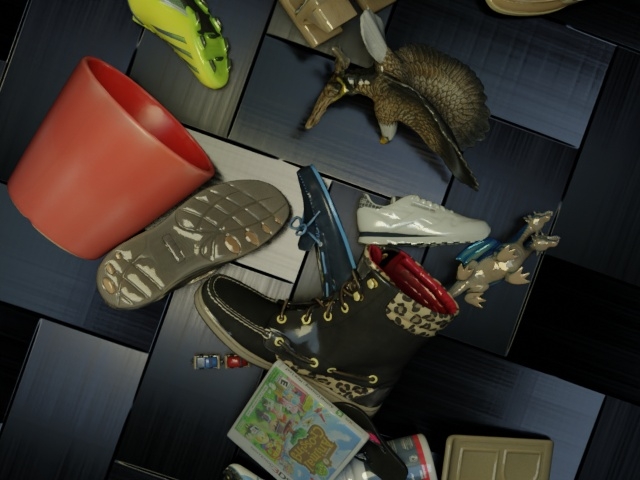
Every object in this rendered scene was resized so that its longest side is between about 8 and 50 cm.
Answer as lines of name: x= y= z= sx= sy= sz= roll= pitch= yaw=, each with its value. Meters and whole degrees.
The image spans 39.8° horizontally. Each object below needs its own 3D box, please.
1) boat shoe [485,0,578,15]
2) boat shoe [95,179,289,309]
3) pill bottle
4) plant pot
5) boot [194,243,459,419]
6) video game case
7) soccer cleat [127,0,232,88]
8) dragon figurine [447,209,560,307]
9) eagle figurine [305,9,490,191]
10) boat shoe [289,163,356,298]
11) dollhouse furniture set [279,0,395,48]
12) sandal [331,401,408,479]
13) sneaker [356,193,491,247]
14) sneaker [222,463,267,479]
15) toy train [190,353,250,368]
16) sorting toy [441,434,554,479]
boat shoe: x=0.450 y=-0.474 z=1.523 sx=0.341 sy=0.110 sz=0.121 roll=-14 pitch=92 yaw=-2
boat shoe: x=-0.220 y=0.004 z=1.498 sx=0.355 sy=0.130 sz=0.132 roll=-26 pitch=88 yaw=-22
pill bottle: x=0.105 y=0.407 z=1.536 sx=0.180 sy=0.108 sz=0.107 roll=-13 pitch=92 yaw=-2
plant pot: x=-0.353 y=-0.119 z=1.435 sx=0.275 sy=0.275 sz=0.243 roll=45 pitch=99 yaw=-3
boot: x=0.011 y=0.111 z=1.448 sx=0.377 sy=0.138 sz=0.284 roll=36 pitch=122 yaw=-7
video game case: x=-0.043 y=0.325 z=1.474 sx=0.193 sy=0.023 sz=0.212 roll=39 pitch=127 yaw=9
soccer cleat: x=-0.256 y=-0.380 z=1.517 sx=0.121 sy=0.093 sz=0.289 roll=-27 pitch=98 yaw=29
dragon figurine: x=0.289 y=0.048 z=1.543 sx=0.289 sy=0.144 sz=0.085 roll=-31 pitch=95 yaw=18
eagle figurine: x=0.152 y=-0.229 z=1.481 sx=0.298 sy=0.225 sz=0.226 roll=18 pitch=84 yaw=6
boat shoe: x=0.000 y=0.000 z=1.520 sx=0.089 sy=0.109 sz=0.258 roll=-20 pitch=91 yaw=1
dollhouse furniture set: x=0.122 y=-0.558 z=1.395 sx=0.394 sy=0.362 sz=0.256 roll=-35 pitch=92 yaw=-27
sandal: x=0.073 y=0.337 z=1.460 sx=0.179 sy=0.040 sz=0.067 roll=46 pitch=117 yaw=5
sneaker: x=0.181 y=-0.036 z=1.540 sx=0.235 sy=0.090 sz=0.094 roll=1 pitch=82 yaw=-4
sneaker: x=-0.071 y=0.470 z=1.552 sx=0.237 sy=0.085 sz=0.086 roll=39 pitch=49 yaw=5
toy train: x=-0.149 y=0.213 z=1.552 sx=0.158 sy=0.036 sz=0.027 roll=-2 pitch=92 yaw=-3
sorting toy: x=0.296 y=0.496 z=1.560 sx=0.229 sy=0.041 sz=0.307 roll=7 pitch=92 yaw=-22
